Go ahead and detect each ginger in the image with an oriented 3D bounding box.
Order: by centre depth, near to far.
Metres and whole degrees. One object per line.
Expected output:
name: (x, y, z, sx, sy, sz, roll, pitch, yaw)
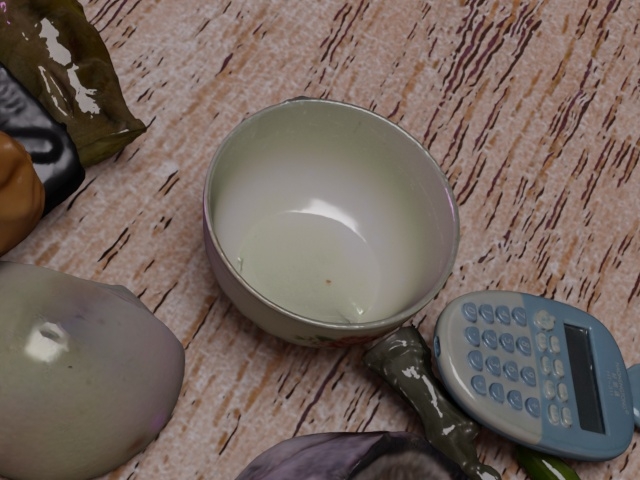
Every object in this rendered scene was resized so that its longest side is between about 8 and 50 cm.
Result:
ginger: (-0.291, -0.196, 1.844, 0.263, 0.109, 0.116, 52, 36, 13)

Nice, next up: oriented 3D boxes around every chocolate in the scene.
chocolate: (-0.007, 0.318, 1.583, 0.213, 0.303, 0.303, 4, 48, 37)

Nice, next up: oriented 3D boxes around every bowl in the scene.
bowl: (0.000, 0.000, 1.801, 0.277, 0.145, 0.277, 6, 58, -10)

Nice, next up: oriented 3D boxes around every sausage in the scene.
sausage: (-0.370, -0.008, 1.608, 0.241, 0.136, 0.120, -37, 51, -13)

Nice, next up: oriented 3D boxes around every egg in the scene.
egg: (-0.256, 0.118, 1.648, 0.271, 0.162, 0.206, 7, 59, -12)

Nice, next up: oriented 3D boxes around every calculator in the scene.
calculator: (0.249, 0.146, 1.826, 0.302, 0.042, 0.188, 18, 50, -29)

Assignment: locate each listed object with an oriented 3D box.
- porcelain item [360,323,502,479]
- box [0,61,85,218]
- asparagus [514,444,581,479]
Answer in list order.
porcelain item: (0.129, 0.192, 1.774, 0.069, 0.081, 0.216, -35, 76, 3)
box: (-0.430, -0.092, 1.741, 0.289, 0.073, 0.290, -40, 79, -17)
asparagus: (0.274, 0.279, 1.795, 0.178, 0.041, 0.045, 48, 35, 16)
